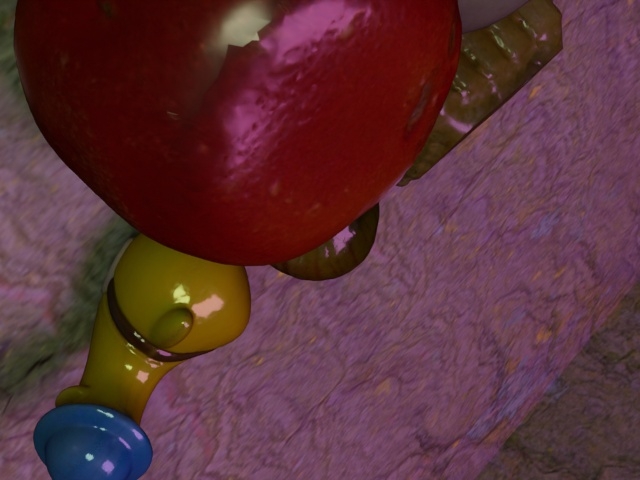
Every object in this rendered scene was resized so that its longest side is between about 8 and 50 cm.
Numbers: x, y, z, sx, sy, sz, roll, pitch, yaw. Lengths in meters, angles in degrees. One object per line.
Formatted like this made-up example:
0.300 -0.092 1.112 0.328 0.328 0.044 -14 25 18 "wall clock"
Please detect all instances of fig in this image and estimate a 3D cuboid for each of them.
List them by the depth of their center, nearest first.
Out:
0.000 0.000 1.211 0.151 0.151 0.259 -48 156 -13 "fig"

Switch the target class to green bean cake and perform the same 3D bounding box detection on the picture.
0.135 -0.173 1.172 0.236 0.124 0.233 -41 179 -23 "green bean cake"

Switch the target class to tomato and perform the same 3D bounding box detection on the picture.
-0.063 -0.154 0.822 0.325 0.293 0.290 -52 159 18 "tomato"

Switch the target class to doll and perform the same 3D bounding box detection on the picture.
-0.163 0.094 1.039 0.363 0.145 0.199 -60 -167 -16 "doll"

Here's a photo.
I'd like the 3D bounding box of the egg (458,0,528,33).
0.141 -0.350 0.947 0.258 0.258 0.352 3 123 -57 "egg"
